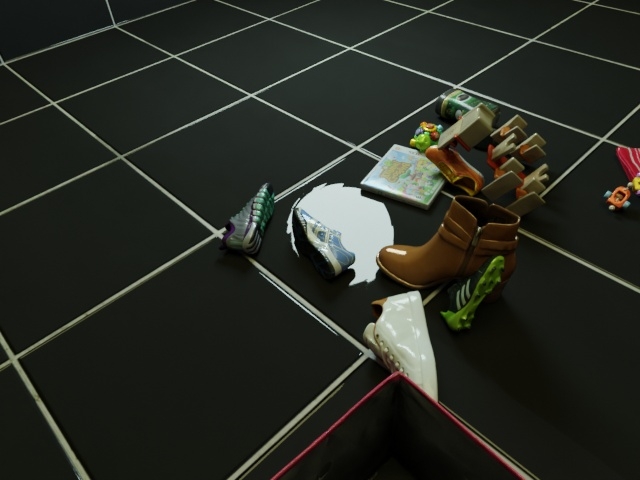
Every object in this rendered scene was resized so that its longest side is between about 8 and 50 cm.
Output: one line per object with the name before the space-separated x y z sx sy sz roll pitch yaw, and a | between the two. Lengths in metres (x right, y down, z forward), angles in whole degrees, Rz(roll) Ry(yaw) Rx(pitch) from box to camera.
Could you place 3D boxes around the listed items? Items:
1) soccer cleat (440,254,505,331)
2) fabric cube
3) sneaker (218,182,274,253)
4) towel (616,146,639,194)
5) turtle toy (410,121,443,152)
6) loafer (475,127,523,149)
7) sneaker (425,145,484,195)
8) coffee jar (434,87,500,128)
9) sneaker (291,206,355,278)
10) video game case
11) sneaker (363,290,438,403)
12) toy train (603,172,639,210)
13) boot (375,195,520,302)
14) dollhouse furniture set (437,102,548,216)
soccer cleat | 0.286 0.094 0.970 0.060 0.179 0.072 6 30 -36
fabric cube | 0.094 0.379 0.618 0.259 0.258 0.254 -32 51 -27
sneaker | -0.179 -0.063 1.233 0.098 0.083 0.224 1 44 13
towel | 0.928 -0.177 1.303 0.274 0.031 0.199 3 45 7
turtle toy | 0.306 -0.294 1.446 0.095 0.066 0.130 16 47 20
loafer | 0.492 -0.290 1.443 0.170 0.062 0.061 24 28 22
sneaker | 0.342 -0.184 1.300 0.175 0.064 0.067 37 51 12
coffee jar | 0.441 -0.393 1.531 0.096 0.079 0.184 -33 52 -24
sneaker | 0.000 0.000 1.162 0.081 0.080 0.211 -20 55 -25
video game case | 0.240 -0.176 1.359 0.193 0.023 0.212 21 49 24
sneaker | 0.143 0.214 0.911 0.123 0.106 0.290 -8 34 5
toy train | 0.777 -0.089 1.216 0.166 0.046 0.125 33 81 20
boot | 0.250 0.008 1.021 0.283 0.220 0.109 20 49 23
dollhouse furniture set | 0.436 -0.207 1.268 0.259 0.135 0.262 38 46 -14
